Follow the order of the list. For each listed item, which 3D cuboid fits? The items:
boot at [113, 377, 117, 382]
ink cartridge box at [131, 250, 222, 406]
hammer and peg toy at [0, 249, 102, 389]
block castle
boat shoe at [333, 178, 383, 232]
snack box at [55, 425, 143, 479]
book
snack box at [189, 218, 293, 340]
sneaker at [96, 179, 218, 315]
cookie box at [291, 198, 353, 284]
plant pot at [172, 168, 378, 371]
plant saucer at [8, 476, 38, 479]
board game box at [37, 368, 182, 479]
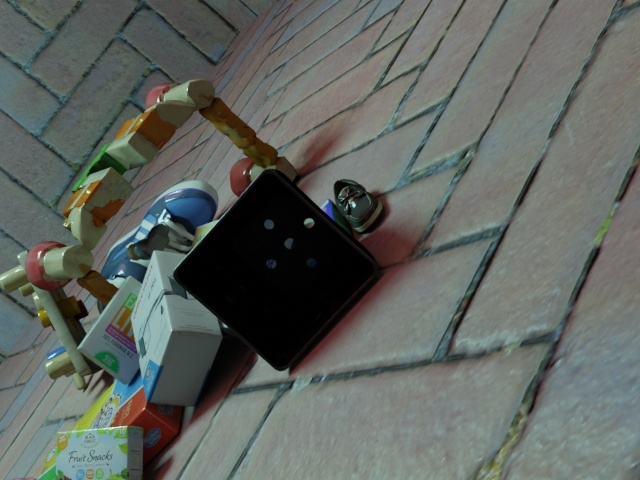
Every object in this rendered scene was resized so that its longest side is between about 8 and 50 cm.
[{"bbox_3d":[-0.357,0.182,2.033,0.069,0.086,0.190,-36,22,41],"label":"boot"},{"bbox_3d":[-0.214,0.127,1.616,0.191,0.082,0.140,-115,40,-50],"label":"ink cartridge box"},{"bbox_3d":[-0.492,0.151,2.156,0.127,0.266,0.361,-28,-3,-7],"label":"hammer and peg toy"},{"bbox_3d":[-0.280,-0.040,1.939,0.212,0.303,0.453,-7,46,58],"label":"block castle"},{"bbox_3d":[0.045,-0.051,1.534,0.056,0.049,0.152,-50,17,1],"label":"boat shoe"},{"bbox_3d":[-0.312,0.316,1.551,0.141,0.037,0.100,-11,71,32],"label":"snack box"},{"bbox_3d":[-0.305,0.141,1.736,0.035,0.096,0.144,-24,31,57],"label":"book"},{"bbox_3d":[-0.142,0.057,1.688,0.322,0.060,0.187,-12,60,65],"label":"snack box"},{"bbox_3d":[-0.332,0.045,2.238,0.322,0.130,0.236,-37,31,25],"label":"sneaker"},{"bbox_3d":[0.000,0.000,1.559,0.092,0.040,0.107,-48,17,12],"label":"cookie box"},{"bbox_3d":[-0.048,0.020,1.424,0.188,0.187,0.167,-47,5,14],"label":"plant pot"},{"bbox_3d":[-0.618,0.551,1.938,0.332,0.084,0.332,-45,18,18],"label":"plant saucer"},{"bbox_3d":[-0.331,0.317,1.712,0.316,0.064,0.242,-46,17,16],"label":"board game box"}]
